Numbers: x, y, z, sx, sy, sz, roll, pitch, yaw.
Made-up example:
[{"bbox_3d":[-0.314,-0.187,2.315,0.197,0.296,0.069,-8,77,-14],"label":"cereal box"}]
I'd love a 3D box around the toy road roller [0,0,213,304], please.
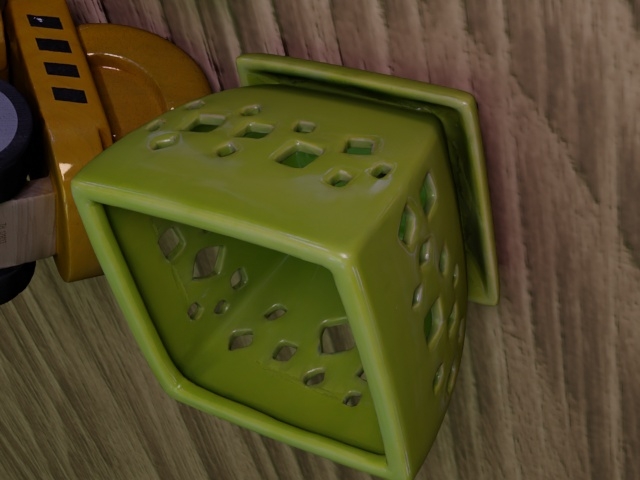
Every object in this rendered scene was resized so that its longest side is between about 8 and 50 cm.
[{"bbox_3d":[-0.228,-0.119,0.952,0.202,0.240,0.329,110,143,-55],"label":"toy road roller"}]

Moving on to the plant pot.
[{"bbox_3d":[0.000,0.000,0.819,0.228,0.207,0.227,16,140,31],"label":"plant pot"}]
